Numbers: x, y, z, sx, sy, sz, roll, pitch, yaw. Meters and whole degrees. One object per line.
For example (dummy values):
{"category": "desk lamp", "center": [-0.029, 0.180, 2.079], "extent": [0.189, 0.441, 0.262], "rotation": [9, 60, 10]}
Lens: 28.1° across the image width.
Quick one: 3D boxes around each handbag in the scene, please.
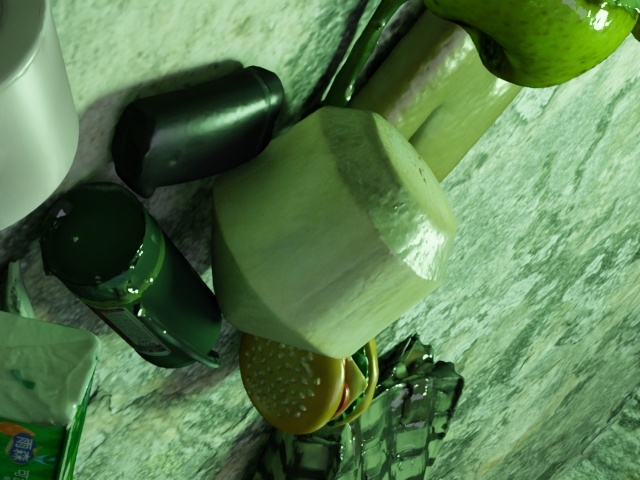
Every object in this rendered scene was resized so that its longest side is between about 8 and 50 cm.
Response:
{"category": "handbag", "center": [0.040, 0.321, 1.824], "extent": [0.325, 0.162, 0.327], "rotation": [-25, 143, -45]}

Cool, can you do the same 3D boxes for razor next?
{"category": "razor", "center": [-0.097, -0.089, 1.029], "extent": [0.148, 0.054, 0.090], "rotation": [-23, 145, -42]}

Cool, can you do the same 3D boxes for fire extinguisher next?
{"category": "fire extinguisher", "center": [-0.146, 0.054, 1.119], "extent": [0.093, 0.118, 0.294], "rotation": [-47, 154, -9]}

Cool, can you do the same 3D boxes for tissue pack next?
{"category": "tissue pack", "center": [-0.265, 0.137, 1.035], "extent": [0.156, 0.148, 0.209], "rotation": [-79, -173, -46]}

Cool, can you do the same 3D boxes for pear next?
{"category": "pear", "center": [0.180, -0.242, 1.027], "extent": [0.238, 0.164, 0.255], "rotation": [-17, 129, -50]}

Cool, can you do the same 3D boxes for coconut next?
{"category": "coconut", "center": [0.000, 0.000, 1.132], "extent": [0.222, 0.202, 0.202], "rotation": [-34, 159, 14]}

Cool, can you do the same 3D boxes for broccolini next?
{"category": "broccolini", "center": [0.055, -0.186, 1.123], "extent": [0.071, 0.057, 0.254], "rotation": [18, 122, -15]}

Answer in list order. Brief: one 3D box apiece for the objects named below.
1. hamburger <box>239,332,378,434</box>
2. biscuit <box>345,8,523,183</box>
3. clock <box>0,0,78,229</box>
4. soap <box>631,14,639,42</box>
{"category": "hamburger", "center": [-0.013, 0.139, 1.422], "extent": [0.115, 0.162, 0.162], "rotation": [-12, 141, -49]}
{"category": "biscuit", "center": [0.136, -0.162, 1.283], "extent": [0.290, 0.062, 0.237], "rotation": [-48, 156, 11]}
{"category": "clock", "center": [-0.161, -0.147, 0.556], "extent": [0.290, 0.275, 0.080], "rotation": [-39, 152, -21]}
{"category": "soap", "center": [0.420, -0.276, 1.269], "extent": [0.335, 0.293, 0.156], "rotation": [-20, 146, -48]}
